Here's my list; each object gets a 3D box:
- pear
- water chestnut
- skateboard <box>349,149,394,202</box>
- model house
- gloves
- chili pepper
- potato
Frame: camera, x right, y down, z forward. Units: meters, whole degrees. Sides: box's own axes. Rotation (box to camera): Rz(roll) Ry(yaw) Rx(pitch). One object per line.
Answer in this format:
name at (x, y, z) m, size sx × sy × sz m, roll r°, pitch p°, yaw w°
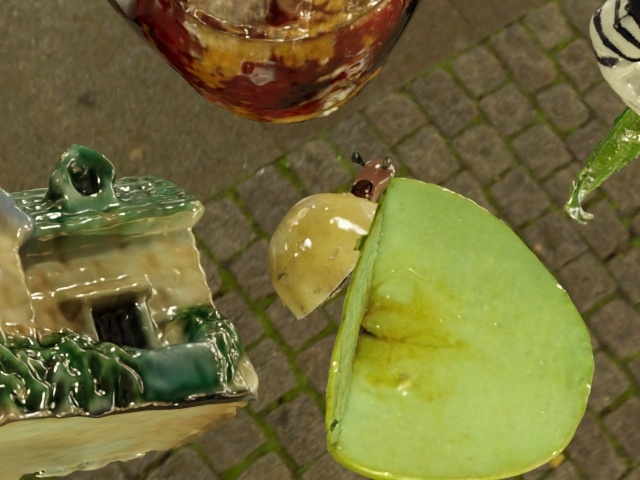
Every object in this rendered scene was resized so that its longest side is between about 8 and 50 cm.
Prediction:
pear at (0.134, 0.112, 1.106) m, size 0.239 × 0.139 × 0.288 m, roll 13°, pitch 65°, yaw -2°
water chestnut at (-0.028, -0.227, 0.827) m, size 0.244 × 0.289 × 0.289 m, roll 1°, pitch 67°, yaw -38°
skateboard at (0.067, -0.055, 1.726) m, size 0.067 × 0.080 × 0.151 m, roll 13°, pitch 76°, yaw 34°
model house at (-0.344, 0.055, 1.282) m, size 0.446 × 0.395 × 0.399 m, roll -7°, pitch 69°, yaw -27°
gloves at (0.325, -0.191, 1.112) m, size 0.131 × 0.218 × 0.140 m, roll 35°, pitch 83°, yaw 6°
chili pepper at (0.383, -0.153, 1.299) m, size 0.076 × 0.359 × 0.084 m, roll 0°, pitch 51°, yaw -24°
potato at (0.000, 0.000, 1.563) m, size 0.117 × 0.182 × 0.202 m, roll 42°, pitch 81°, yaw -3°
